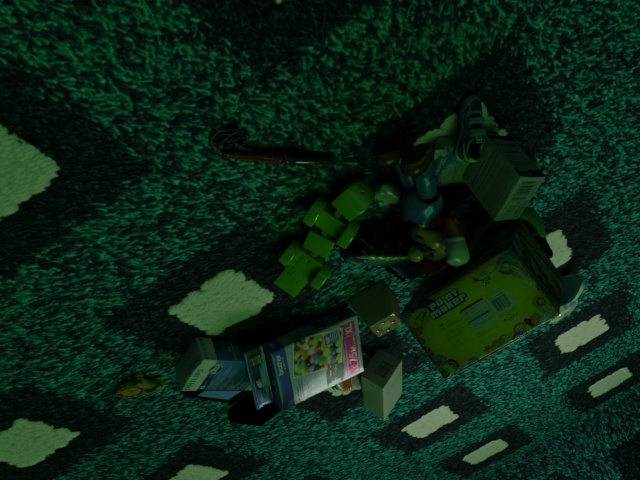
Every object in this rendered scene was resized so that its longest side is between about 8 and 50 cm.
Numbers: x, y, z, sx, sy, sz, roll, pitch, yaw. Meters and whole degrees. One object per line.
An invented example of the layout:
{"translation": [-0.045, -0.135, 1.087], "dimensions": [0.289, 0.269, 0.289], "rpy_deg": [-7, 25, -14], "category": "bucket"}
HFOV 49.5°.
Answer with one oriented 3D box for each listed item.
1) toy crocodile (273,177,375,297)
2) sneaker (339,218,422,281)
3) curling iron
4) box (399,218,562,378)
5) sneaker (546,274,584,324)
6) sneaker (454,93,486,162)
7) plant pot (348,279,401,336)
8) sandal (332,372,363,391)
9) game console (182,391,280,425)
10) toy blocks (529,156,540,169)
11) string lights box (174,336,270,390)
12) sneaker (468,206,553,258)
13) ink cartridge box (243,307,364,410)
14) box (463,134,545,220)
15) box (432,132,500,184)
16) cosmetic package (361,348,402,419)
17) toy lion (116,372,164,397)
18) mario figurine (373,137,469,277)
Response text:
{"translation": [0.000, 0.000, 1.518], "dimensions": [0.115, 0.105, 0.340], "rpy_deg": [33, 126, -1], "category": "toy crocodile"}
{"translation": [0.185, 0.040, 1.640], "dimensions": [0.330, 0.130, 0.147], "rpy_deg": [2, 133, -31], "category": "sneaker"}
{"translation": [-0.079, -0.168, 1.318], "dimensions": [0.274, 0.035, 0.068], "rpy_deg": [8, 132, -35], "category": "curling iron"}
{"translation": [0.372, 0.126, 1.573], "dimensions": [0.290, 0.177, 0.279], "rpy_deg": [-36, 179, 24], "category": "box"}
{"translation": [0.761, 0.175, 2.166], "dimensions": [0.092, 0.087, 0.228], "rpy_deg": [-16, 149, -23], "category": "sneaker"}
{"translation": [0.313, -0.227, 1.419], "dimensions": [0.053, 0.059, 0.144], "rpy_deg": [-8, 112, -19], "category": "sneaker"}
{"translation": [0.154, 0.187, 1.824], "dimensions": [0.109, 0.096, 0.109], "rpy_deg": [-31, 143, 8], "category": "plant pot"}
{"translation": [0.057, 0.393, 2.019], "dimensions": [0.076, 0.102, 0.265], "rpy_deg": [-3, 161, 20], "category": "sandal"}
{"translation": [-0.232, 0.441, 1.959], "dimensions": [0.361, 0.044, 0.213], "rpy_deg": [22, 123, -43], "category": "game console"}
{"translation": [0.433, -0.129, 1.634], "dimensions": [0.148, 0.054, 0.123], "rpy_deg": [-16, 142, -11], "category": "toy blocks"}
{"translation": [-0.226, 0.323, 1.792], "dimensions": [0.260, 0.077, 0.133], "rpy_deg": [10, 130, -37], "category": "string lights box"}
{"translation": [0.426, 0.127, 1.815], "dimensions": [0.185, 0.202, 0.483], "rpy_deg": [0, 136, -28], "category": "sneaker"}
{"translation": [-0.036, 0.316, 1.798], "dimensions": [0.311, 0.065, 0.186], "rpy_deg": [-19, 117, -23], "category": "ink cartridge box"}
{"translation": [0.385, -0.132, 1.464], "dimensions": [0.072, 0.137, 0.126], "rpy_deg": [-5, 138, -27], "category": "box"}
{"translation": [0.304, -0.176, 1.515], "dimensions": [0.178, 0.042, 0.109], "rpy_deg": [-7, 139, -22], "category": "box"}
{"translation": [0.189, 0.443, 2.124], "dimensions": [0.117, 0.085, 0.231], "rpy_deg": [-50, 154, -29], "category": "cosmetic package"}
{"translation": [-0.464, 0.376, 1.765], "dimensions": [0.096, 0.034, 0.100], "rpy_deg": [-39, 142, 29], "category": "toy lion"}
{"translation": [0.206, -0.041, 1.453], "dimensions": [0.170, 0.198, 0.320], "rpy_deg": [-18, 121, 14], "category": "mario figurine"}
